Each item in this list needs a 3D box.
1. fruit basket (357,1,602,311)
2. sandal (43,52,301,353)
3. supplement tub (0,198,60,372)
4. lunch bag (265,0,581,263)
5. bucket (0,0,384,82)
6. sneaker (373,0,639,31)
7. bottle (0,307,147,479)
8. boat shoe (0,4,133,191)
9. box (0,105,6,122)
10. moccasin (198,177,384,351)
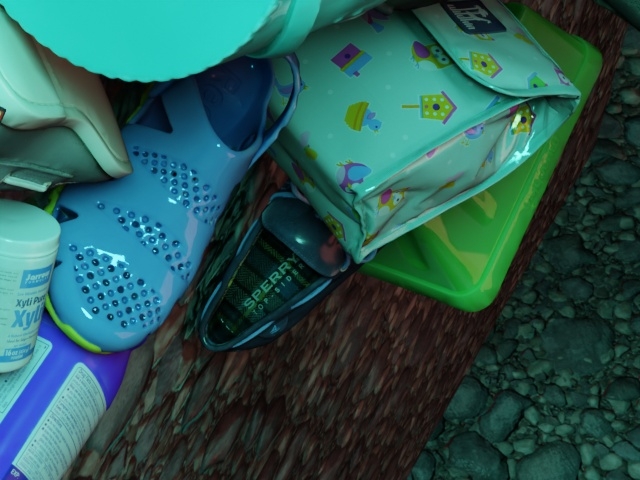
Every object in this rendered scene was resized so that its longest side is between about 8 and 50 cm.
[{"bbox_3d":[0.166,-0.101,1.973,0.392,0.283,0.392,-32,131,-45],"label":"fruit basket"},{"bbox_3d":[-0.109,-0.057,1.226,0.138,0.126,0.317,-20,-140,54],"label":"sandal"},{"bbox_3d":[-0.227,0.032,1.126,0.071,0.071,0.107,-37,148,-62],"label":"supplement tub"},{"bbox_3d":[0.078,-0.144,1.459,0.262,0.223,0.160,-31,154,-14],"label":"lunch bag"},{"bbox_3d":[-0.070,-0.230,0.920,0.183,0.281,0.281,-39,149,-53],"label":"bucket"},{"bbox_3d":[0.094,-0.260,1.194,0.202,0.482,0.185,-57,-160,29],"label":"sneaker"},{"bbox_3d":[-0.211,0.109,1.251,0.283,0.092,0.118,-59,164,-26],"label":"bottle"},{"bbox_3d":[-0.205,-0.086,1.042,0.099,0.116,0.319,-24,174,6],"label":"boat shoe"},{"bbox_3d":[-0.241,-0.052,0.822,0.094,0.137,0.027,-65,165,-2],"label":"box"},{"bbox_3d":[0.000,0.000,1.606,0.342,0.137,0.117,-56,173,25],"label":"moccasin"}]
